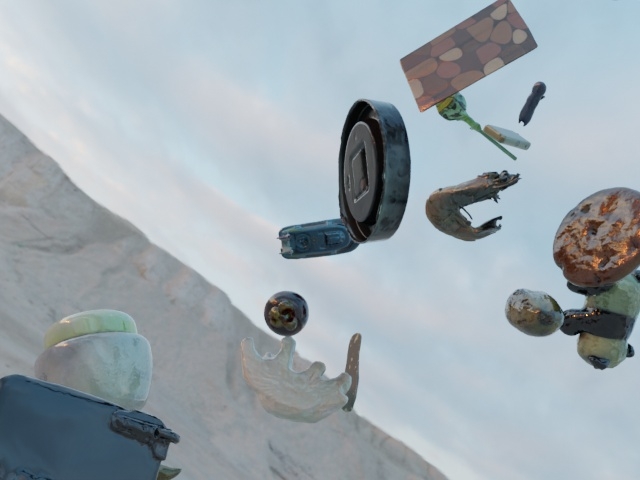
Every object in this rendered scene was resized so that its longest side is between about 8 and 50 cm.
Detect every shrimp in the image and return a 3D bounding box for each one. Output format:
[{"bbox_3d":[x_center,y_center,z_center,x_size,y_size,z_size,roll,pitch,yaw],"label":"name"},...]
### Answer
[{"bbox_3d":[0.424,-0.083,1.493,0.289,0.075,0.178,-19,-75,30],"label":"shrimp"}]

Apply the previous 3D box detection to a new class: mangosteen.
[{"bbox_3d":[-0.058,0.125,0.953,0.081,0.081,0.081,30,-22,13],"label":"mangosteen"}]

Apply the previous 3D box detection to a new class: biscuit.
[{"bbox_3d":[0.541,-0.009,1.053,0.036,0.212,0.212,26,-16,-26],"label":"biscuit"}]

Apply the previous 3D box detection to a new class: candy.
[{"bbox_3d":[0.464,-0.337,1.612,0.305,0.091,0.083,36,-28,-7],"label":"candy"}]

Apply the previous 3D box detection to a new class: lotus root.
[{"bbox_3d":[0.382,0.131,0.987,0.089,0.081,0.179,6,6,8],"label":"lotus root"}]

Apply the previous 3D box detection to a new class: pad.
[{"bbox_3d":[0.272,-0.355,1.042,0.235,0.158,0.003,-26,-35,20],"label":"pad"}]

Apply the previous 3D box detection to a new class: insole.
[{"bbox_3d":[0.097,0.399,1.670,0.011,0.248,0.081,25,-33,-24],"label":"insole"}]

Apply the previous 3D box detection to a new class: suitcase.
[{"bbox_3d":[-0.410,0.394,0.786,0.188,0.345,0.339,-22,-44,38],"label":"suitcase"}]

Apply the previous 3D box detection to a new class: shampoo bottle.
[{"bbox_3d":[-0.657,0.386,1.610,0.322,0.322,0.317,95,-23,-66],"label":"shampoo bottle"}]

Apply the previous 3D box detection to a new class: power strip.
[{"bbox_3d":[0.517,-0.282,1.509,0.169,0.028,0.076,1,36,-42],"label":"power strip"}]

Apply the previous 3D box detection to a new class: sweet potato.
[{"bbox_3d":[-0.346,0.454,1.054,0.153,0.038,0.041,-4,-25,-23],"label":"sweet potato"}]

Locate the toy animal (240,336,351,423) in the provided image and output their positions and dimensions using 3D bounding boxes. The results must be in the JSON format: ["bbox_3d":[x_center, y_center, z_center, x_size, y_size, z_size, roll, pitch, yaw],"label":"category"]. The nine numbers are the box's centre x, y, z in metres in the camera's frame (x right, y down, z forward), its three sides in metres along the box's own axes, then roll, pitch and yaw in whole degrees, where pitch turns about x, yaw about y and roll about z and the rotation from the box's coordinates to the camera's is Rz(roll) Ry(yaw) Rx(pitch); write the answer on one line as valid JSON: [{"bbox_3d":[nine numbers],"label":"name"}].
[{"bbox_3d":[-0.071,0.429,1.614,0.307,0.266,0.188,-5,-45,-8],"label":"toy animal"}]

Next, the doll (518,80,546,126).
[{"bbox_3d":[0.542,-0.349,1.405,0.037,0.027,0.125,46,-38,29],"label":"doll"}]

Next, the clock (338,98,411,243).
[{"bbox_3d":[0.111,-0.154,1.238,0.067,0.325,0.325,-1,-15,-15],"label":"clock"}]

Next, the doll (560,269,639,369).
[{"bbox_3d":[0.619,0.167,1.204,0.143,0.234,0.135,15,0,-31],"label":"doll"}]

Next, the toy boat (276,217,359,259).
[{"bbox_3d":[0.000,0.000,1.935,0.092,0.298,0.134,-78,159,-82],"label":"toy boat"}]
